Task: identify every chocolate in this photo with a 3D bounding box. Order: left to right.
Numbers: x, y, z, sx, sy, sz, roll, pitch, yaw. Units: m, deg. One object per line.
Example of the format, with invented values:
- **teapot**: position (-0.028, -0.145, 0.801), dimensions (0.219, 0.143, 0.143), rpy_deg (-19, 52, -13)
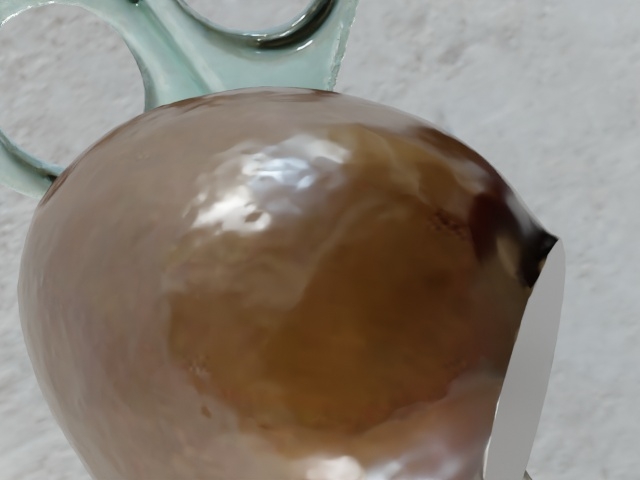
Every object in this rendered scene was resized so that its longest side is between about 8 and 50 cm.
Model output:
- **chocolate**: position (-0.015, 0.030, 0.544), dimensions (0.176, 0.176, 0.177), rpy_deg (12, 69, -33)

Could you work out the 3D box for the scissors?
- **scissors**: position (0.000, 0.000, 0.718), dimensions (0.360, 0.191, 0.029), rpy_deg (53, 9, -8)
